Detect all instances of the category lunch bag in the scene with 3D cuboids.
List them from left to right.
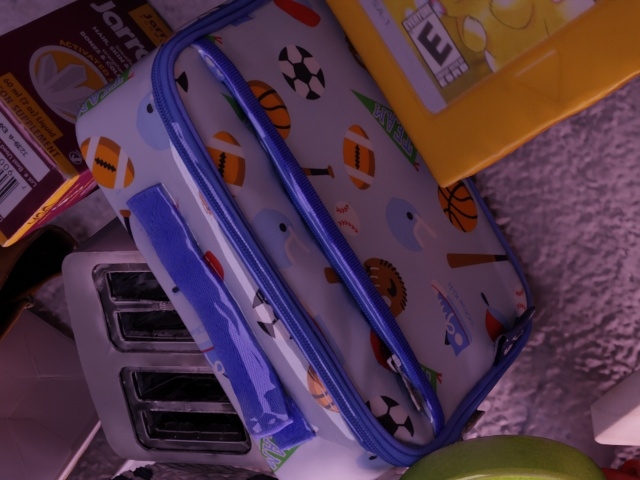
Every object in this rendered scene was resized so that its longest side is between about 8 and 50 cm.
[{"bbox_3d":[0.000,0.000,1.085,0.115,0.243,0.303,-29,96,36],"label":"lunch bag"}]

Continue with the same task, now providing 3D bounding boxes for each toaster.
[{"bbox_3d":[-0.078,0.056,1.236,0.185,0.110,0.168,-1,111,29],"label":"toaster"}]

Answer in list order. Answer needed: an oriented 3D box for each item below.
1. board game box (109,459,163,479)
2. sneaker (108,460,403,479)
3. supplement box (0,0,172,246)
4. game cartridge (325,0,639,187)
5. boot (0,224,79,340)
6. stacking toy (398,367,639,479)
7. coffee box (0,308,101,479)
[{"bbox_3d":[-0.085,0.397,1.436,0.390,0.050,0.390,44,125,5],"label":"board game box"},{"bbox_3d":[-0.046,0.237,1.241,0.094,0.235,0.153,-150,64,-64],"label":"sneaker"},{"bbox_3d":[-0.164,-0.087,1.168,0.104,0.188,0.081,50,125,0],"label":"supplement box"},{"bbox_3d":[0.063,-0.211,0.981,0.324,0.052,0.285,56,148,-1],"label":"game cartridge"},{"bbox_3d":[-0.332,0.099,1.300,0.280,0.264,0.096,-6,118,38],"label":"boot"},{"bbox_3d":[0.196,0.127,1.064,0.309,0.130,0.279,-34,128,30],"label":"stacking toy"},{"bbox_3d":[-0.284,0.211,1.378,0.119,0.168,0.297,35,126,-2],"label":"coffee box"}]
